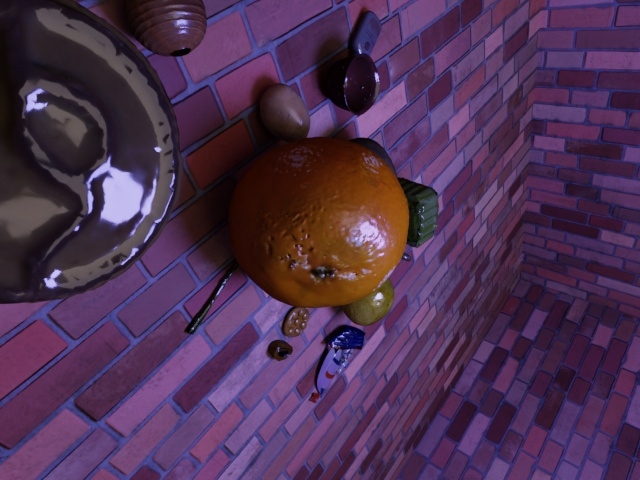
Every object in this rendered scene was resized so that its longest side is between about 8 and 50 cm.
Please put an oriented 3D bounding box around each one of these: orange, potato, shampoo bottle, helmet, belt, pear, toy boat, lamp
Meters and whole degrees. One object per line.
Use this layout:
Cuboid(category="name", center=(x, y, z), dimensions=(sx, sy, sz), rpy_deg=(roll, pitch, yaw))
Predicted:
Cuboid(category="orange", center=(0.001, -0.027, 0.975), dimensions=(0.422, 0.326, 0.425), rpy_deg=(-4, 123, -6))
Cuboid(category="potato", center=(-0.080, -0.303, 1.006), dimensions=(0.112, 0.112, 0.147), rpy_deg=(-51, 131, -22))
Cuboid(category="shampoo bottle", center=(0.118, -0.549, 1.177), dimensions=(0.080, 0.040, 0.165), rpy_deg=(30, 82, -53))
Cuboid(category="helmet", center=(0.077, -0.422, 1.132), dimensions=(0.175, 0.106, 0.155), rpy_deg=(-23, 125, -45))
Cuboid(category="belt", center=(-0.124, 0.340, 1.299), dimensions=(0.083, 0.036, 0.059), rpy_deg=(24, 95, -52))
Cuboid(category="pear", center=(0.156, 0.194, 1.436), dimensions=(0.197, 0.197, 0.198), rpy_deg=(-24, 124, -42))
Cuboid(category="toy boat", center=(0.046, 0.439, 1.541), dimensions=(0.318, 0.072, 0.219), rpy_deg=(-45, 140, -14))
Cuboid(category="lamp", center=(-0.263, -0.384, 0.721), dimensions=(0.136, 0.136, 0.137), rpy_deg=(-24, 124, -42))

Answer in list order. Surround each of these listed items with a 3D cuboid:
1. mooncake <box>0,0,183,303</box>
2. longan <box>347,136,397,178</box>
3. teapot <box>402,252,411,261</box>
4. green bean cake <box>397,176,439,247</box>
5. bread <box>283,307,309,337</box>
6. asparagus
Cuboid(category="mooncake", center=(-0.400, -0.120, 0.583), dimensions=(0.393, 0.246, 0.395), rpy_deg=(-37, 123, -26))
Cuboid(category="longan", center=(0.116, -0.167, 1.218), dimensions=(0.246, 0.215, 0.246), rpy_deg=(-44, 164, -16))
Cuboid(category="teapot", center=(0.204, 0.021, 1.392), dimensions=(0.267, 0.175, 0.186), rpy_deg=(20, 101, -35))
Cuboid(category="green bean cake", center=(0.297, -0.099, 1.461), dimensions=(0.113, 0.214, 0.201), rpy_deg=(-28, 129, -34))
Cuboid(category="bread", center=(-0.074, 0.257, 1.328), dimensions=(0.110, 0.024, 0.110), rpy_deg=(-24, 125, -41))
Cuboid(category="asparagus", center=(-0.259, 0.134, 1.054), dimensions=(0.023, 0.022, 0.233), rpy_deg=(35, 77, -6))
